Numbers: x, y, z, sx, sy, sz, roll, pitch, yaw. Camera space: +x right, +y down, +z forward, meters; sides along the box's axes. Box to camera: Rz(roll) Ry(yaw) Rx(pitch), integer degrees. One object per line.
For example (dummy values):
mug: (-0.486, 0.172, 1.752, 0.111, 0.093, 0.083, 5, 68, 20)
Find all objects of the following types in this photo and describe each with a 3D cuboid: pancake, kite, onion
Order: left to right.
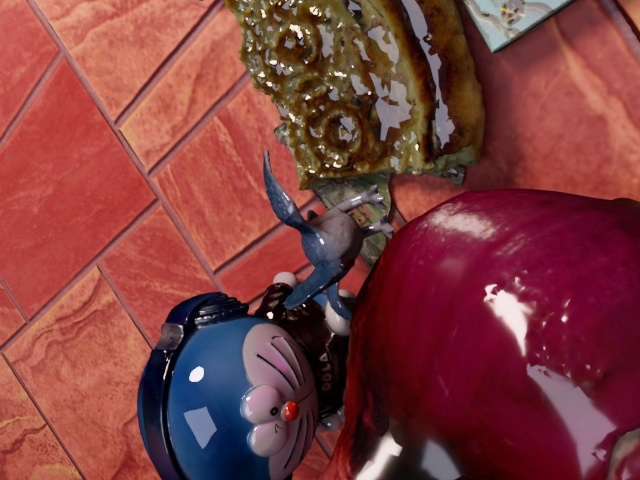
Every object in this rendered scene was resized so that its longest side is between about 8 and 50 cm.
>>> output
pancake: (0.002, -0.238, 0.676, 0.304, 0.067, 0.427, -23, 98, 40)
kite: (0.053, -0.112, 0.747, 0.267, 0.013, 0.323, 16, 118, 26)
onion: (0.132, 0.156, 0.544, 0.398, 0.420, 0.398, 159, 90, -77)

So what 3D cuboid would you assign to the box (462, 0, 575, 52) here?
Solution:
box: (0.224, -0.311, 0.552, 0.229, 0.041, 0.162, -30, 91, 35)

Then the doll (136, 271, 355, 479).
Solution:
doll: (-0.090, 0.193, 0.768, 0.240, 0.310, 0.284, -11, 103, 35)

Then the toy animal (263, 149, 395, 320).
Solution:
toy animal: (0.000, 0.000, 0.682, 0.239, 0.176, 0.255, 61, 164, -12)
